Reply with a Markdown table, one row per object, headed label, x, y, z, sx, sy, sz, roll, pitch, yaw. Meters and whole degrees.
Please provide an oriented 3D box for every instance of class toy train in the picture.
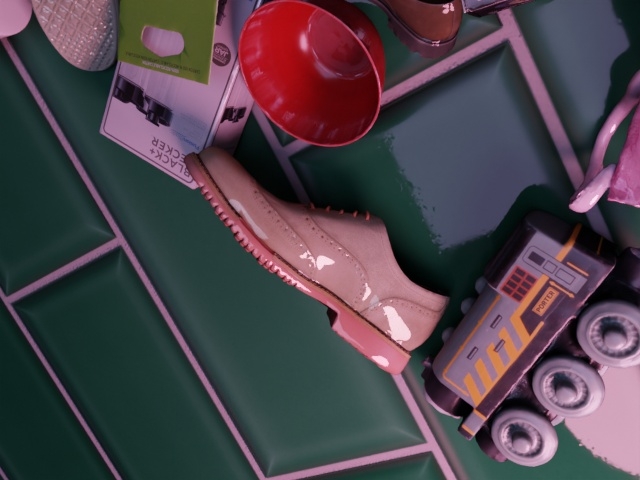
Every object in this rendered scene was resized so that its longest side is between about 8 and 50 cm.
| label | x | y | z | sx | sy | sz | roll | pitch | yaw |
| --- | --- | --- | --- | --- | --- | --- | --- | --- | --- |
| toy train | 0.260 | 0.123 | 0.693 | 0.190 | 0.142 | 0.333 | 37 | 120 | 18 |

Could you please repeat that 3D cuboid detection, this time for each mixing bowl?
| label | x | y | z | sx | sy | sz | roll | pitch | yaw |
| --- | --- | --- | --- | --- | --- | --- | --- | --- | --- |
| mixing bowl | 0.005 | -0.212 | 0.661 | 0.182 | 0.098 | 0.181 | 21 | 141 | 18 |

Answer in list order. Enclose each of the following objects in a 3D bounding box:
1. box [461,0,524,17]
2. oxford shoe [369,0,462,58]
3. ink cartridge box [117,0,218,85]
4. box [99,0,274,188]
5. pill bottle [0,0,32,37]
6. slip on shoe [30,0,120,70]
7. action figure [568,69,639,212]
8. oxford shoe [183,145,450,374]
| label | x | y | z | sx | sy | sz | roll | pitch | yaw |
| --- | --- | --- | --- | --- | --- | --- | --- | --- | --- |
| box | 0.227 | -0.282 | 0.540 | 0.180 | 0.147 | 0.077 | -10 | 105 | 23 |
| oxford shoe | 0.070 | -0.306 | 0.605 | 0.227 | 0.096 | 0.083 | 43 | 75 | 13 |
| ink cartridge box | -0.199 | -0.311 | 0.599 | 0.189 | 0.097 | 0.255 | 23 | 115 | 32 |
| box | -0.165 | -0.234 | 0.739 | 0.169 | 0.087 | 0.289 | 32 | 117 | 8 |
| pill bottle | -0.576 | -0.338 | 0.814 | 0.284 | 0.161 | 0.161 | -3 | 108 | 22 |
| slip on shoe | -0.325 | -0.389 | 0.736 | 0.123 | 0.101 | 0.331 | 0 | 126 | 4 |
| action figure | 0.343 | -0.191 | 0.457 | 0.276 | 0.248 | 0.370 | 9 | 153 | 38 |
| oxford shoe | 0.000 | 0.000 | 0.739 | 0.397 | 0.140 | 0.146 | 42 | 91 | -14 |
